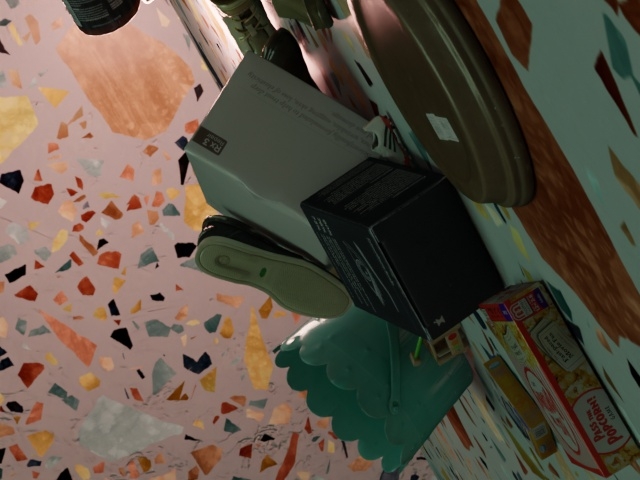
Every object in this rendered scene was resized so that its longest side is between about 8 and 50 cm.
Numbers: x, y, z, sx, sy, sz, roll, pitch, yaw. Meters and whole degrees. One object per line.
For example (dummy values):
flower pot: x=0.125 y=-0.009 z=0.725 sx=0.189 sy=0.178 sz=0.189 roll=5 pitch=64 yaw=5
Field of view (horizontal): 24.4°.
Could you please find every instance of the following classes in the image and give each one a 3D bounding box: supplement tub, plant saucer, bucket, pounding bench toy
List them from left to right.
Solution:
supplement tub: x=-0.341 y=-0.397 z=2.120 sx=0.106 sy=0.106 sz=0.198 roll=55 pitch=173 yaw=46
bucket: x=0.083 y=0.196 z=2.248 sx=0.281 sy=0.183 sz=0.281 roll=40 pitch=162 yaw=16
plant saucer: x=0.094 y=-0.142 z=1.271 sx=0.278 sy=0.041 sz=0.278 roll=59 pitch=175 yaw=9
pounding bench toy: x=0.158 y=0.138 z=2.099 sx=0.052 sy=0.083 sz=0.065 roll=56 pitch=175 yaw=43

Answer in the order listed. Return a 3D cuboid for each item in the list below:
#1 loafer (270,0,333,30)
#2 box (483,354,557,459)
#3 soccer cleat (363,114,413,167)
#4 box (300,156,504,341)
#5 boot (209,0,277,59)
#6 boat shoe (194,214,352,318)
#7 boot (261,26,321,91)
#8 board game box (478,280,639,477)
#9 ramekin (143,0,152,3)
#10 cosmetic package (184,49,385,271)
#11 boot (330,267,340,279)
loafer: x=-0.029 y=-0.275 z=1.702 sx=0.056 sy=0.050 sz=0.148 roll=63 pitch=175 yaw=-35
box: x=0.250 y=0.208 z=1.889 sx=0.136 sy=0.028 sz=0.081 roll=53 pitch=173 yaw=42
soccer cleat: x=0.078 y=-0.105 z=1.705 sx=0.083 sy=0.035 sz=0.029 roll=62 pitch=175 yaw=-21
box: x=0.088 y=0.005 z=1.649 sx=0.153 sy=0.108 sz=0.207 roll=61 pitch=164 yaw=-20
boot: x=-0.104 y=-0.315 z=2.125 sx=0.165 sy=0.077 sz=0.213 roll=62 pitch=180 yaw=-25
boat shoe: x=-0.058 y=0.033 z=2.004 sx=0.233 sy=0.084 sz=0.079 roll=24 pitch=-149 yaw=-17
boot: x=-0.017 y=-0.205 z=2.050 sx=0.106 sy=0.082 sz=0.219 roll=35 pitch=162 yaw=24
board game box: x=0.234 y=0.134 z=1.463 sx=0.193 sy=0.045 sz=0.147 roll=59 pitch=176 yaw=2
ramekin: x=-0.269 y=-0.517 z=2.182 sx=0.303 sy=0.148 sz=0.303 roll=59 pitch=176 yaw=7
cosmetic package: x=-0.039 y=-0.088 z=1.929 sx=0.217 sy=0.156 sz=0.385 roll=32 pitch=172 yaw=2
boot: x=0.001 y=0.000 z=2.845 sx=0.295 sy=0.104 sz=0.211 roll=58 pitch=177 yaw=-36
